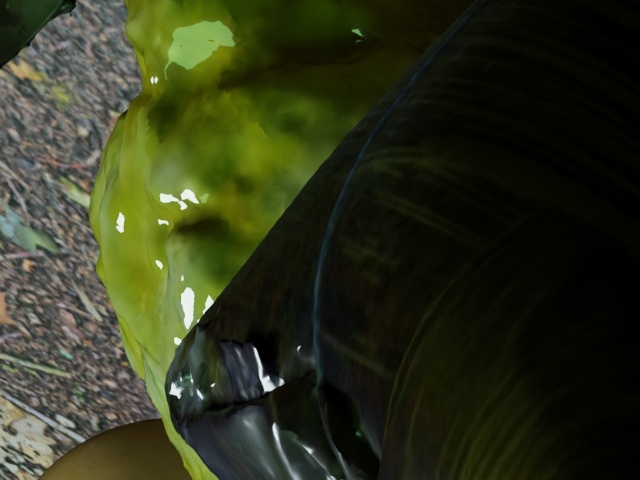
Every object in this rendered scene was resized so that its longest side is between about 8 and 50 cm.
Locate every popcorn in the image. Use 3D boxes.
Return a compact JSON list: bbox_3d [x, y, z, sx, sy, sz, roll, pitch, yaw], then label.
[{"bbox_3d":[-0.005,0.007,0.983,0.292,0.293,0.334,29,132,5],"label":"popcorn"}]

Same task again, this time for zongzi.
[{"bbox_3d":[0.153,-0.030,0.600,0.208,0.403,0.432,44,172,-6],"label":"zongzi"}]

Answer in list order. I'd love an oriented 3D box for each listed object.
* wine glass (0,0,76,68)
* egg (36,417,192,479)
[{"bbox_3d":[-0.241,-0.207,1.030,0.232,0.156,0.156,34,148,9],"label":"wine glass"},{"bbox_3d":[-0.084,0.298,1.399,0.301,0.301,0.374,-6,129,45],"label":"egg"}]
